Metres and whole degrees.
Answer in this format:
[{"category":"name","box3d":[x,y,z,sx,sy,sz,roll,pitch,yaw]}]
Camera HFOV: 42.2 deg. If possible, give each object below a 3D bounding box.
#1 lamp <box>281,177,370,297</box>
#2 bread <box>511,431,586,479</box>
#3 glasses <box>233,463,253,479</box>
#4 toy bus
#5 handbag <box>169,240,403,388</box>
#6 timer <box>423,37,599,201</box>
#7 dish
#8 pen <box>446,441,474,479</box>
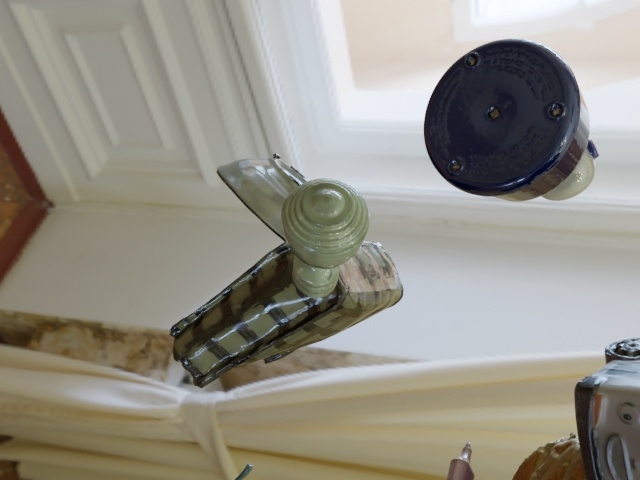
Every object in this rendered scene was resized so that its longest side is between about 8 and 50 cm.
[{"category":"lamp","box3d":[0.000,0.000,1.029,0.193,0.106,0.106,103,3,-59]},{"category":"bread","box3d":[0.432,0.543,1.282,0.390,0.279,0.371,-63,-167,7]},{"category":"glasses","box3d":[-0.169,0.524,1.541,0.220,0.190,0.088,-57,138,-14]},{"category":"toy bus","box3d":[0.549,0.213,1.101,0.440,0.249,0.209,-19,101,-40]},{"category":"handbag","box3d":[-0.051,0.119,1.460,0.162,0.327,0.325,61,18,14]},{"category":"timer","box3d":[0.385,-0.170,1.500,0.383,0.270,0.270,20,75,-54]},{"category":"dish","box3d":[-0.061,-0.082,1.685,0.106,0.316,0.316,-47,161,7]},{"category":"pen","box3d":[0.217,0.403,1.326,0.053,0.032,0.197,61,37,-28]}]
